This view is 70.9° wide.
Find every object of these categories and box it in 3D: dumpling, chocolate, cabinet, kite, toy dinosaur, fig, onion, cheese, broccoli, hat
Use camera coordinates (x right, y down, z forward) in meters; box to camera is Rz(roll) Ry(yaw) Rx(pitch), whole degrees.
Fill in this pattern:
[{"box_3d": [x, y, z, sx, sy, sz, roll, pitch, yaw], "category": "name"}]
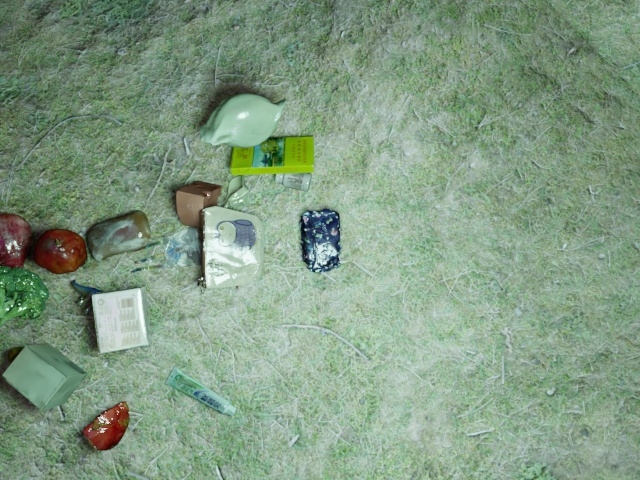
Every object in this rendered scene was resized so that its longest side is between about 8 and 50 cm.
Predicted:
[{"box_3d": [-0.314, -0.473, 1.811, 0.321, 0.270, 0.211, 1, 84, -27], "category": "dumpling"}, {"box_3d": [-0.828, -0.026, 1.824, 0.254, 0.080, 0.156, -20, 76, -2], "category": "chocolate"}, {"box_3d": [-1.046, 0.514, 1.708, 0.206, 0.145, 0.150, 34, 83, 7], "category": "cabinet"}, {"box_3d": [-0.636, 0.042, 1.851, 0.310, 0.015, 0.169, -9, 78, -1], "category": "kite"}, {"box_3d": [-0.876, 0.209, 1.811, 0.188, 0.075, 0.247, -39, 76, -15], "category": "toy dinosaur"}, {"box_3d": [-1.178, 0.448, 1.751, 0.074, 0.088, 0.073, -2, 57, 3], "category": "fig"}, {"box_3d": [-1.283, 0.026, 1.810, 0.227, 0.120, 0.283, -29, 81, 1], "category": "onion"}, {"box_3d": [-0.488, -0.160, 1.797, 0.128, 0.177, 0.202, 15, 80, 4], "category": "cheese"}, {"box_3d": [-1.192, 0.231, 1.717, 0.270, 0.269, 0.270, 9, 48, 2], "category": "broccoli"}, {"box_3d": [-0.344, -0.197, 1.865, 0.123, 0.081, 0.165, -19, 60, 36], "category": "hat"}]

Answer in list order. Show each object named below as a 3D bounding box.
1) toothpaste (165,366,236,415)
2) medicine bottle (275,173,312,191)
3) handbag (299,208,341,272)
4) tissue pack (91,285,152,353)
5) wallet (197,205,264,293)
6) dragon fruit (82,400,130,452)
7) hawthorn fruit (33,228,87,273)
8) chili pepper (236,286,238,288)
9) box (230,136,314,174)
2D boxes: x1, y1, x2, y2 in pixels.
[{"box_3d": [-0.459, 0.592, 1.739, 0.297, 0.048, 0.074, 27, 82, 8], "category": "toothpaste"}, {"box_3d": [-0.111, -0.253, 1.857, 0.140, 0.079, 0.079, 13, 81, 4], "category": "medicine bottle"}, {"box_3d": [0.000, 0.000, 1.798, 0.162, 0.113, 0.259, -4, 79, -6], "category": "handbag"}, {"box_3d": [-0.761, 0.301, 1.728, 0.185, 0.124, 0.224, -7, 89, -11], "category": "tissue pack"}, {"box_3d": [-0.350, 0.034, 1.762, 0.275, 0.068, 0.334, 1, 87, -29], "category": "wallet"}, {"box_3d": [-0.783, 0.699, 1.688, 0.161, 0.120, 0.127, -42, 88, -10], "category": "dragon fruit"}, {"box_3d": [-1.012, 0.038, 1.756, 0.190, 0.251, 0.189, 5, 78, -26], "category": "hawthorn fruit"}, {"box_3d": [-0.333, 0.112, 1.825, 0.045, 0.027, 0.177, 6, 83, 1], "category": "chili pepper"}, {"box_3d": [-0.194, -0.350, 1.854, 0.336, 0.047, 0.186, -2, 52, 1], "category": "box"}]
